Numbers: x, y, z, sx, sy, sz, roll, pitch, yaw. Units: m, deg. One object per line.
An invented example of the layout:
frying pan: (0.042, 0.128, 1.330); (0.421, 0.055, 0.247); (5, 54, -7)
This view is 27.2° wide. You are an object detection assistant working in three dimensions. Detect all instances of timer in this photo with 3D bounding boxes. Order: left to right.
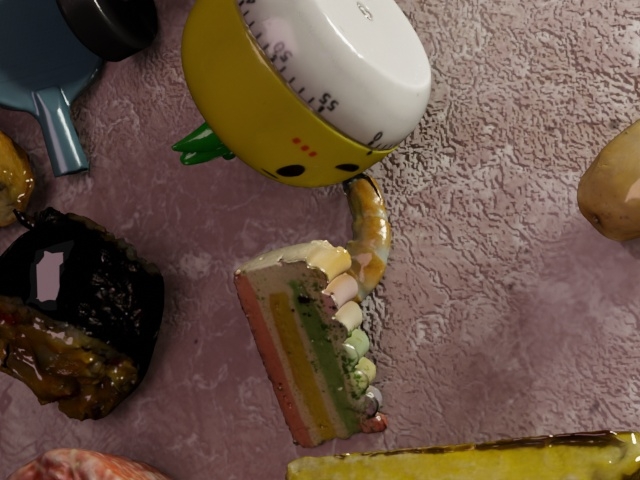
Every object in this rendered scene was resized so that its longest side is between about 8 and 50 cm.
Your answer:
timer: (-0.048, -0.161, 1.405); (0.285, 0.285, 0.285); (-7, 76, 27)

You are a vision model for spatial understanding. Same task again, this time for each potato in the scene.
potato: (0.331, -0.068, 1.261); (0.178, 0.118, 0.109); (-39, 98, 1)

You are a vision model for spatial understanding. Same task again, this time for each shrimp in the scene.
shrimp: (0.000, 0.000, 1.458); (0.161, 0.049, 0.166); (3, 79, 26)

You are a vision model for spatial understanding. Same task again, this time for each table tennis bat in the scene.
table tennis bat: (-0.357, -0.238, 1.640); (0.044, 0.215, 0.329); (-13, 95, 67)

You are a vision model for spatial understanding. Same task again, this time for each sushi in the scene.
sushi: (-0.294, 0.084, 1.523); (0.200, 0.213, 0.204); (11, 69, 52)

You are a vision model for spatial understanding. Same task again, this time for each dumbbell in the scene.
dumbbell: (-0.193, -0.321, 1.572); (0.218, 0.152, 0.152); (-23, 69, 22)

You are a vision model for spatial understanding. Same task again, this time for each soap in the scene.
soap: (0.134, 0.331, 1.156); (0.339, 0.169, 0.304); (-7, 50, 10)

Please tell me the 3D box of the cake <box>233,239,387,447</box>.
cake: (-0.003, 0.105, 1.405); (0.109, 0.090, 0.225); (-11, 111, 20)

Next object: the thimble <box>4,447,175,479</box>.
thimble: (-0.247, 0.347, 1.442); (0.239, 0.162, 0.239); (-6, 76, 26)

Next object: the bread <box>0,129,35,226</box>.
bread: (-0.467, -0.098, 1.666); (0.229, 0.143, 0.139); (0, 65, 23)
